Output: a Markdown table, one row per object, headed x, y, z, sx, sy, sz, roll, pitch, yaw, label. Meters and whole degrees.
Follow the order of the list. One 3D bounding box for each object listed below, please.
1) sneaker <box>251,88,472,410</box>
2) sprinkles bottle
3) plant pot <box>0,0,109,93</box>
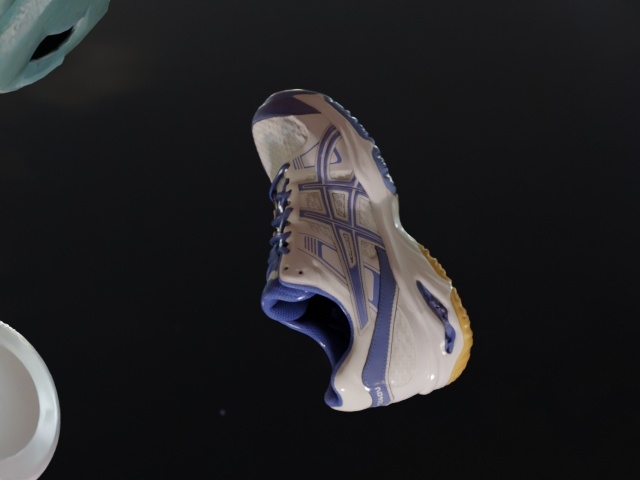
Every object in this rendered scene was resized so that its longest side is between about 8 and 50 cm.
| x | y | z | sx | sy | sz | roll | pitch | yaw | label |
| --- | --- | --- | --- | --- | --- | --- | --- | --- | --- |
| 0.000 | 0.000 | 1.025 | 0.131 | 0.112 | 0.296 | -20 | -119 | -22 | sneaker |
| -0.327 | 0.164 | 0.863 | 0.355 | 0.121 | 0.121 | -29 | -160 | 36 | sprinkles bottle |
| -0.198 | -0.250 | 0.493 | 0.341 | 0.334 | 0.341 | -58 | -176 | 6 | plant pot |
